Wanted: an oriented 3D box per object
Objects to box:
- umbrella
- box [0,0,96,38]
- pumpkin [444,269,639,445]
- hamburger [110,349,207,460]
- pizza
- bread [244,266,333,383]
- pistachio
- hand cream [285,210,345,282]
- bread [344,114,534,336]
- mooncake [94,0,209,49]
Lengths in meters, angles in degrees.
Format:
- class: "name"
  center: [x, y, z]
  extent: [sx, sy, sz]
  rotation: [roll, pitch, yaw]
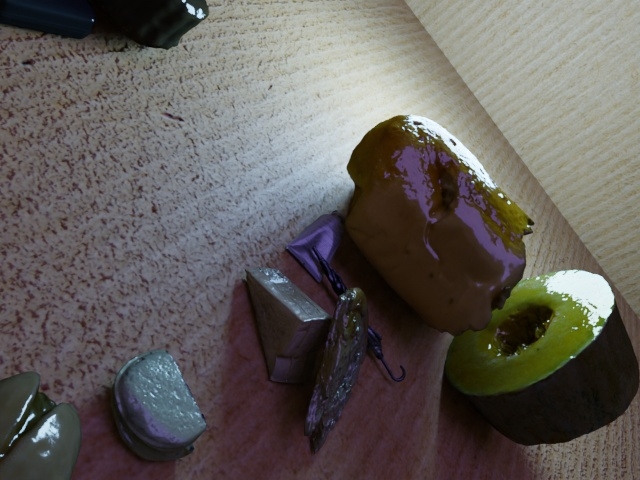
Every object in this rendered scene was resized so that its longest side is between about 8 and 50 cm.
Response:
- class: "umbrella"
  center: [0.055, 0.127, 1.012]
  extent: [0.044, 0.044, 0.269]
  rotation: [-35, 90, -19]
- class: "box"
  center: [-0.429, -0.400, 0.872]
  extent: [0.160, 0.050, 0.230]
  rotation: [-8, 68, -54]
- class: "pumpkin"
  center: [0.422, 0.226, 1.123]
  extent: [0.199, 0.332, 0.332]
  rotation: [50, 33, -11]
- class: "hamburger"
  center: [-0.184, 0.179, 0.657]
  extent: [0.084, 0.054, 0.121]
  rotation: [-4, 61, -48]
- class: "pizza"
  center: [0.029, 0.174, 0.857]
  extent: [0.262, 0.034, 0.181]
  rotation: [-63, 156, -48]
- class: "bread"
  center: [-0.062, 0.119, 0.887]
  extent: [0.077, 0.105, 0.152]
  rotation: [11, 21, -46]
- class: "pistachio"
  center: [-0.265, 0.191, 0.467]
  extent: [0.136, 0.135, 0.226]
  rotation: [46, 24, -13]
- class: "hand cream"
  center: [0.000, 0.000, 1.060]
  extent: [0.084, 0.053, 0.142]
  rotation: [46, 49, -11]
- class: "bread"
  center: [0.218, -0.056, 1.152]
  extent: [0.394, 0.250, 0.361]
  rotation: [51, 22, -5]
- class: "mooncake"
  center: [-0.287, -0.417, 0.972]
  extent: [0.228, 0.124, 0.228]
  rotation: [51, 14, -18]
